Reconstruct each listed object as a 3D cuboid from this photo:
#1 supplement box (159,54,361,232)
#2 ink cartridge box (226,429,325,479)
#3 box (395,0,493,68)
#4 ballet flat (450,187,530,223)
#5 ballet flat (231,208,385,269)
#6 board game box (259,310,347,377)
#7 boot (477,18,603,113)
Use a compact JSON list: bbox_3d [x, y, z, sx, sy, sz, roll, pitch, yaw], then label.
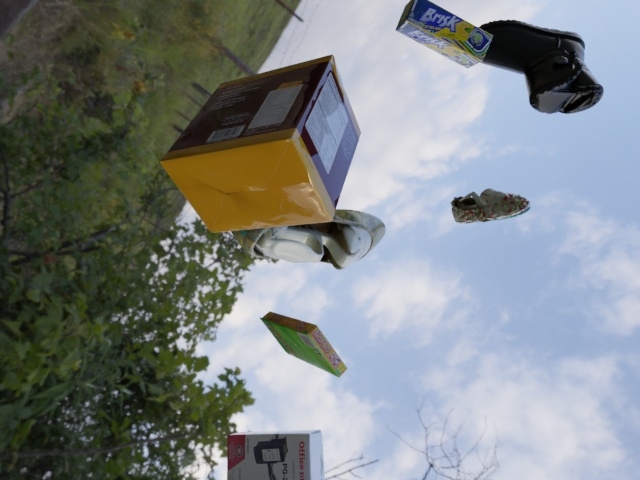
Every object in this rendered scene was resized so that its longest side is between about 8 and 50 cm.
[{"bbox_3d":[-0.069,-0.129,0.636,0.192,0.129,0.194,-4,-135,26],"label":"supplement box"},{"bbox_3d":[-0.117,0.592,1.218,0.238,0.100,0.171,-8,-109,16],"label":"ink cartridge box"},{"bbox_3d":[0.231,-0.390,0.877,0.059,0.169,0.054,-153,-96,-77],"label":"box"},{"bbox_3d":[0.395,-0.085,1.131,0.091,0.077,0.241,-35,-171,-21],"label":"ballet flat"},{"bbox_3d":[0.000,0.000,0.855,0.123,0.349,0.123,-17,-111,51],"label":"ballet flat"},{"bbox_3d":[-0.048,0.227,1.053,0.039,0.124,0.260,-42,-161,-26],"label":"board game box"},{"bbox_3d":[0.417,-0.346,0.930,0.094,0.247,0.207,91,10,-50],"label":"boot"}]
